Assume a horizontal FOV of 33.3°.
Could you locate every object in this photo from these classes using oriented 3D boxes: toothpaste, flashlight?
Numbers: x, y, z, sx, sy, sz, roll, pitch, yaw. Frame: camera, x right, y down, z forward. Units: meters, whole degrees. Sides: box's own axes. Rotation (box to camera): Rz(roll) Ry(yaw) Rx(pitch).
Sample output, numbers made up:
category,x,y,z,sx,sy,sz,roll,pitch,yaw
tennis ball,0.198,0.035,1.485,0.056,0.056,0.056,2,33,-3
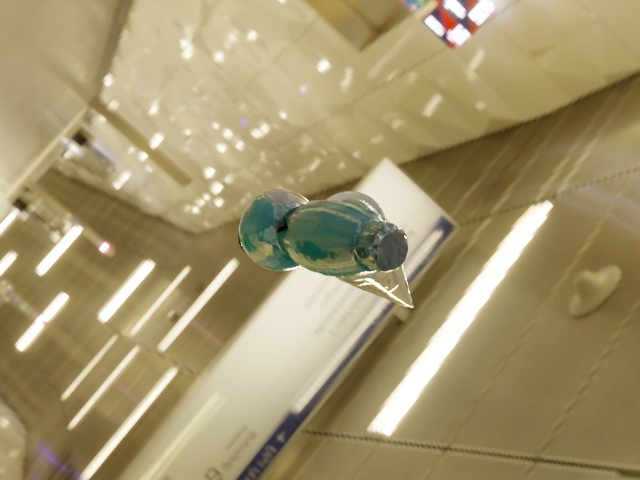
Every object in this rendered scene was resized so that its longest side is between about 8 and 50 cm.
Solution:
category,x,y,z,sx,sy,sz,roll,pitch,yaw
toothpaste,0.031,0.015,0.839,0.057,0.089,0.234,-57,169,-7
flashlight,0.000,0.000,0.599,0.051,0.051,0.129,-51,-148,-17
